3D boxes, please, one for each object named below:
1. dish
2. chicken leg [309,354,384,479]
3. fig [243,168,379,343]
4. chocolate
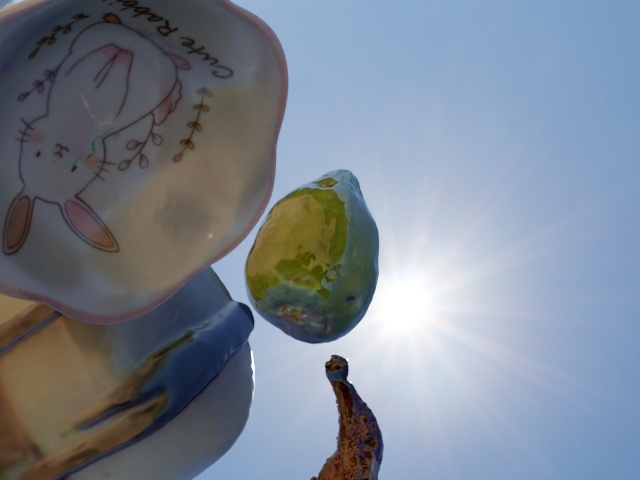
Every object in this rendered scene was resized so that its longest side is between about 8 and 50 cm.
[{"bbox_3d":[-0.128,-0.066,0.504,0.081,0.229,0.229,32,-100,41],"label":"dish"},{"bbox_3d":[0.024,0.220,0.824,0.053,0.093,0.205,-9,-111,59],"label":"chicken leg"},{"bbox_3d":[0.004,0.009,1.030,0.167,0.167,0.234,15,-103,54],"label":"fig"},{"bbox_3d":[-0.172,0.097,0.674,0.186,0.283,0.284,-29,-143,31],"label":"chocolate"}]
